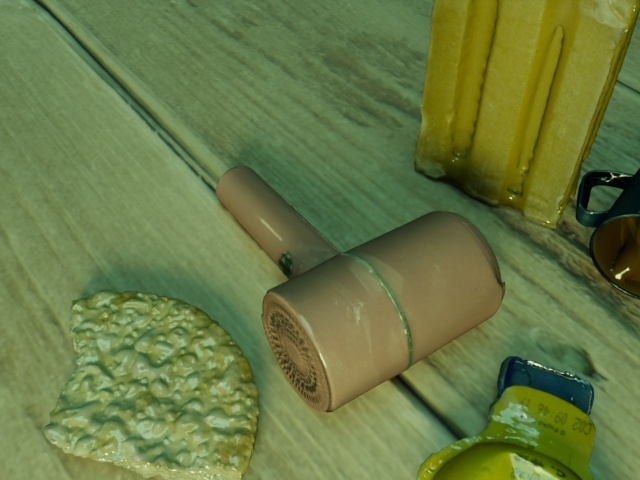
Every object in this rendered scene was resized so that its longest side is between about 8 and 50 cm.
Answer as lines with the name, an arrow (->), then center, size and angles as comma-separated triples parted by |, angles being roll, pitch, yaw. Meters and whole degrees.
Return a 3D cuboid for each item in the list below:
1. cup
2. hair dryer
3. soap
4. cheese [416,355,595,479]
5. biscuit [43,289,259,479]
cup -> 0.360, -0.031, 0.755 | 0.150, 0.113, 0.138 | 43, 55, 3
hair dryer -> 0.000, 0.000, 0.744 | 0.210, 0.125, 0.352 | -26, 46, -22
soap -> 0.215, -0.176, 0.759 | 0.199, 0.315, 0.091 | 25, 53, 22
cheese -> 0.171, 0.207, 0.579 | 0.177, 0.069, 0.270 | 17, 47, 14
biscuit -> -0.165, 0.139, 0.661 | 0.188, 0.040, 0.265 | -32, 54, -26
